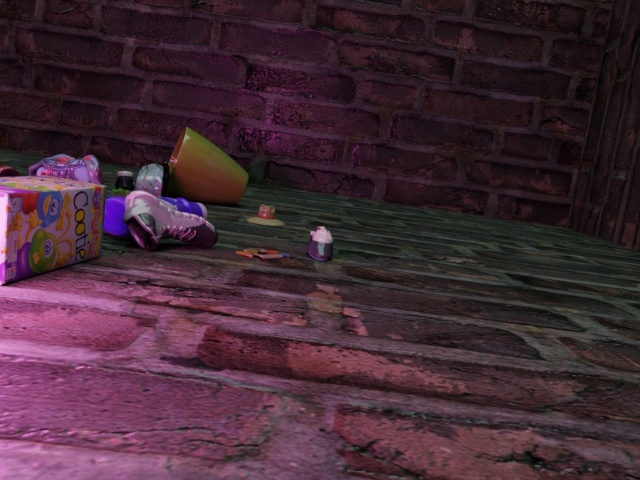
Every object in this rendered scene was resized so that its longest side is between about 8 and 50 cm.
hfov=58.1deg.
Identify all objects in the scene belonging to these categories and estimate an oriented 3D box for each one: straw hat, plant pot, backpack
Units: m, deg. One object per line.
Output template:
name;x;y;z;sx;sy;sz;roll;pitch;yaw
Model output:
straw hat;-0.182;-0.092;1.954;0.144;0.061;0.144;9;8;-1
plant pot;-0.443;-0.262;2.277;0.293;0.275;0.275;22;4;-21
backpack;-0.578;-0.183;1.981;0.115;0.152;0.182;1;22;-12

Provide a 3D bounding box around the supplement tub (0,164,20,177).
supplement tub;-0.941;-0.168;1.601;0.197;0.106;0.106;11;9;16

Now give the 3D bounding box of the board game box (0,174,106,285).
board game box;-0.506;-0.030;0.987;0.144;0.142;0.275;9;9;8

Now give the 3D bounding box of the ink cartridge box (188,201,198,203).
ink cartridge box;-0.429;-0.108;1.935;0.062;0.029;0.115;4;9;-29

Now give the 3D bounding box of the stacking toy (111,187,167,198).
stacking toy;-0.459;-0.096;1.651;0.166;0.052;0.221;12;-3;29

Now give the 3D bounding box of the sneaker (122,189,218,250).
sneaker;-0.341;-0.011;1.294;0.228;0.086;0.132;26;35;-24

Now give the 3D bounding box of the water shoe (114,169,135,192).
water shoe;-0.702;-0.184;2.060;0.072;0.080;0.203;2;-15;-13

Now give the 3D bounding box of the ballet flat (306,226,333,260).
ballet flat;0.000;0.000;1.500;0.074;0.074;0.203;8;9;-2

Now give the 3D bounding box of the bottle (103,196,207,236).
bottle;-0.406;-0.063;1.453;0.118;0.092;0.282;12;10;32

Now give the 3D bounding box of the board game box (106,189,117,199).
board game box;-0.687;-0.138;1.874;0.136;0.035;0.201;5;9;-23

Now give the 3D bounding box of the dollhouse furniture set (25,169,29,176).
dollhouse furniture set;-0.961;-0.194;2.029;0.076;0.059;0.151;5;-14;32

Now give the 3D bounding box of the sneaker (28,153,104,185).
sneaker;-0.665;-0.162;1.499;0.261;0.104;0.125;8;22;38

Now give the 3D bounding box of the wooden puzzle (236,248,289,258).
wooden puzzle;-0.136;0.029;1.369;0.078;0.014;0.116;15;11;37
